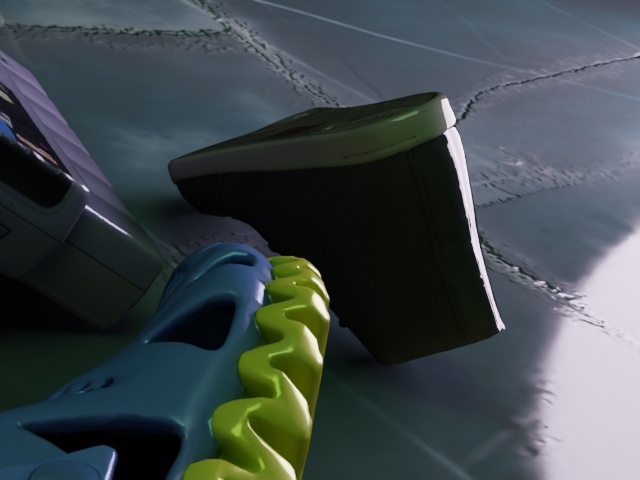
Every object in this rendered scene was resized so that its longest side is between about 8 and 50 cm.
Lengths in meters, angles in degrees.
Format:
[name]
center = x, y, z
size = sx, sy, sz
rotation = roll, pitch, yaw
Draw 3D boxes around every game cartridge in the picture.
[game cartridge]
center = -0.233, -0.106, 0.784
size = 0.355, 0.068, 0.230
rotation = 36, 3, -38

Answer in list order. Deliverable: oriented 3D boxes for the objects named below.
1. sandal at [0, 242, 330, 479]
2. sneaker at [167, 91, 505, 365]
[sandal]
center = -0.074, 0.083, 0.588
size = 0.138, 0.126, 0.317
rotation = 11, 22, 3
[sneaker]
center = 0.000, 0.000, 0.883
size = 0.083, 0.118, 0.222
rotation = -22, 10, -26
